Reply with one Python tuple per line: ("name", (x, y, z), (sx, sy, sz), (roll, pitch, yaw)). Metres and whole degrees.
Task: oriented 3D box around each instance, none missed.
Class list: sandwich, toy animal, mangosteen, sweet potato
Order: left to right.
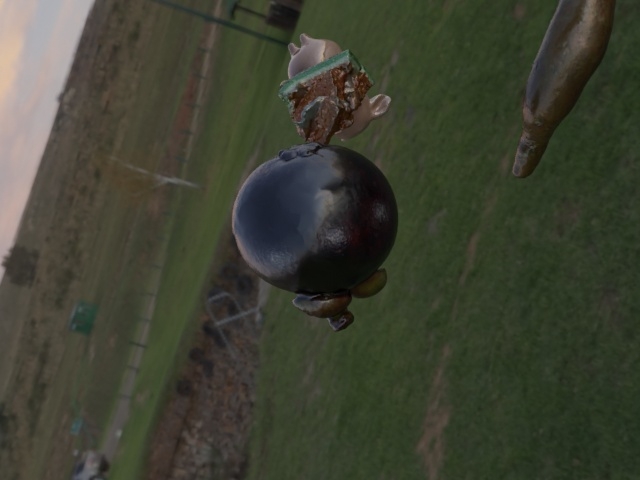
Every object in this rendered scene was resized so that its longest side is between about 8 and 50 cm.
("mangosteen", (0.000, 0.000, 1.102), (0.228, 0.228, 0.265), (-115, 12, -76))
("toy animal", (0.012, -0.331, 1.770), (0.149, 0.248, 0.165), (-41, 9, -35))
("sandwich", (0.020, -0.275, 1.548), (0.185, 0.109, 0.160), (-35, 28, 2))
("sweet potato", (0.316, -0.225, 1.047), (0.108, 0.079, 0.345), (-44, -27, -61))
